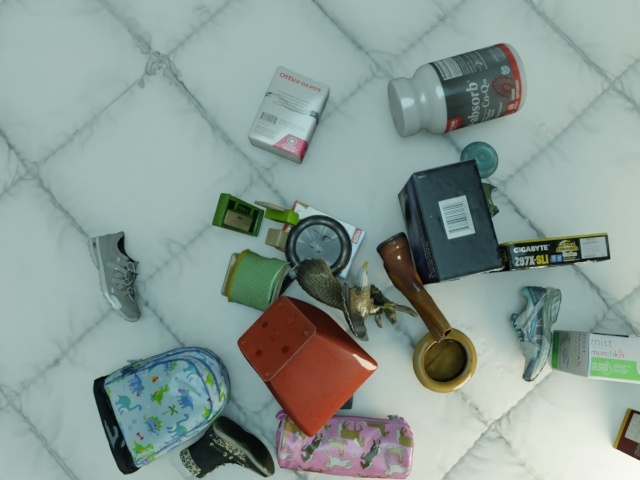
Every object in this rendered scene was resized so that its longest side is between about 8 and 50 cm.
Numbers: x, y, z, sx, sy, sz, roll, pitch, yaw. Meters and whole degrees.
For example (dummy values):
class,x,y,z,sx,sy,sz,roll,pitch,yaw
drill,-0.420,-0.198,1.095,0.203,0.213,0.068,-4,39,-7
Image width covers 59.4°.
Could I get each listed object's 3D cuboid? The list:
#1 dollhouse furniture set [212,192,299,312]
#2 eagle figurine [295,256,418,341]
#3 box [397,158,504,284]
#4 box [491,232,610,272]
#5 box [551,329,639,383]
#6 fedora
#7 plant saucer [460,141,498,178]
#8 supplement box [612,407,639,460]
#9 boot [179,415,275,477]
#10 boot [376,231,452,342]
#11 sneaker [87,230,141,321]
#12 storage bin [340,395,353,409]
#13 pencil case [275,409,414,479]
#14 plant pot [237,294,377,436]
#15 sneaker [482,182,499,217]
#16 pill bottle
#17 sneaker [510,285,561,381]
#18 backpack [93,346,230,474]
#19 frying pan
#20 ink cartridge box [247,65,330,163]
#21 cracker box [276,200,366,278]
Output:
class,x,y,z,sx,sy,sz,roll,pitch,yaw
dollhouse furniture set,-0.206,0.039,1.583,0.197,0.151,0.302,11,84,38
eagle figurine,0.082,0.161,1.545,0.298,0.226,0.225,6,67,-43
box,0.347,-0.035,1.563,0.182,0.294,0.296,-13,84,0
box,0.588,0.041,1.543,0.257,0.322,0.079,-7,85,-1
box,0.819,0.321,1.558,0.262,0.231,0.127,7,83,0
fedora,0.353,0.346,1.628,0.194,0.079,0.194,1,79,-5
plant saucer,0.492,-0.250,1.726,0.119,0.021,0.119,0,83,-1
supplement box,0.966,0.578,1.547,0.191,0.194,0.129,25,84,3
boot,-0.263,0.621,1.594,0.178,0.085,0.236,-40,107,14
boot,0.258,0.134,1.526,0.096,0.264,0.280,-25,63,-10
sneaker,-0.579,0.101,1.636,0.115,0.105,0.281,-24,84,-3
storage bin,0.037,0.431,1.617,0.135,0.098,0.091,1,111,-1
pencil case,0.062,0.564,1.562,0.386,0.160,0.167,3,50,1
plant pot,-0.059,0.304,1.492,0.267,0.236,0.267,-45,43,-5
sneaker,0.494,-0.083,1.684,0.086,0.064,0.192,5,80,5
pill bottle,0.395,-0.433,1.653,0.363,0.210,0.210,-16,84,-2
sneaker,0.613,0.268,1.642,0.122,0.110,0.283,12,81,19
backpack,-0.420,0.439,1.546,0.355,0.273,0.290,-20,77,-16
frying pan,-0.065,0.048,1.614,0.326,0.053,0.197,-25,86,-3
ink cartridge box,-0.093,-0.378,1.697,0.172,0.100,0.237,22,85,2
cracker box,0.000,0.000,1.671,0.232,0.067,0.156,25,85,3
